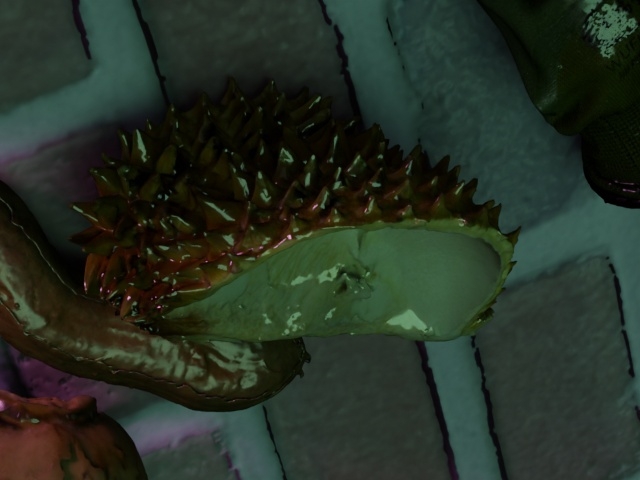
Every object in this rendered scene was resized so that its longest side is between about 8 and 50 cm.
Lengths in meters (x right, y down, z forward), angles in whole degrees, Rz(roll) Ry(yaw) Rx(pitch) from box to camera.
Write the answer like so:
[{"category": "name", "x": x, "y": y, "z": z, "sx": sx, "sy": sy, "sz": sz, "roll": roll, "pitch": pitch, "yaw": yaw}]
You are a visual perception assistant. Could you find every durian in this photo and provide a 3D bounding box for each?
[{"category": "durian", "x": 0.000, "y": 0.000, "z": 0.977, "sx": 0.252, "sy": 0.144, "sz": 0.139, "roll": -5, "pitch": 115, "yaw": -35}]

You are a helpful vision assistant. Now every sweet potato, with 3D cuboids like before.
[{"category": "sweet potato", "x": -0.111, "y": 0.036, "z": 1.006, "sx": 0.233, "sy": 0.062, "sz": 0.081, "roll": 25, "pitch": 86, "yaw": -27}]

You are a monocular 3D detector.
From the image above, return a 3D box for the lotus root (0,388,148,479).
[{"category": "lotus root", "x": -0.184, "y": 0.204, "z": 1.019, "sx": 0.160, "sy": 0.146, "sz": 0.284, "roll": 15, "pitch": 105, "yaw": -6}]

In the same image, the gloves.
[{"category": "gloves", "x": 0.138, "y": -0.130, "z": 0.993, "sx": 0.135, "sy": 0.107, "sz": 0.268, "roll": -53, "pitch": 126, "yaw": -26}]
